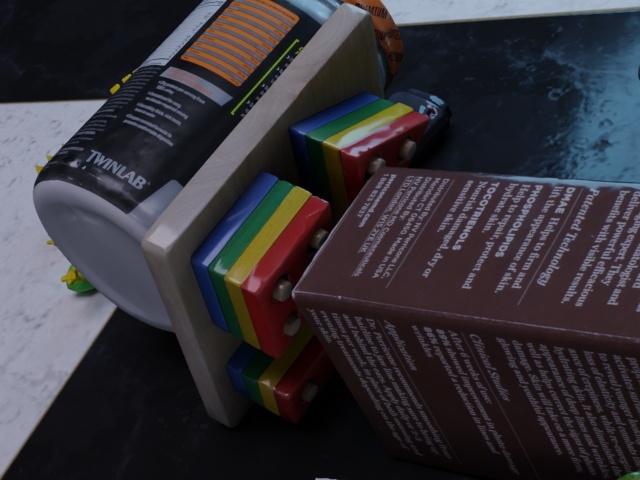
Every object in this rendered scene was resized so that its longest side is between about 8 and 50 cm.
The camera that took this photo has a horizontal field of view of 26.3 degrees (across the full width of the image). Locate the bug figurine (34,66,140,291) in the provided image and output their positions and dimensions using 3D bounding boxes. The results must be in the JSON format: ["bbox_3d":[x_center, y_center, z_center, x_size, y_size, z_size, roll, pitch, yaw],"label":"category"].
[{"bbox_3d":[-0.180,-0.053,1.372,0.216,0.072,0.279,-34,41,5],"label":"bug figurine"}]

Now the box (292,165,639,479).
[{"bbox_3d":[0.191,0.069,0.882,0.381,0.191,0.143,8,51,39],"label":"box"}]

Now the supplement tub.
[{"bbox_3d":[-0.076,-0.090,1.166,0.193,0.194,0.316,13,54,43],"label":"supplement tub"}]

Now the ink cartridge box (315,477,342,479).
[{"bbox_3d":[0.064,0.224,0.867,0.235,0.056,0.171,-8,26,35],"label":"ink cartridge box"}]

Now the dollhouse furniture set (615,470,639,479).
[{"bbox_3d":[0.118,0.257,0.446,0.197,0.151,0.302,-37,54,23],"label":"dollhouse furniture set"}]

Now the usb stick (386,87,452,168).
[{"bbox_3d":[0.012,-0.038,1.246,0.278,0.045,0.077,-45,38,-20],"label":"usb stick"}]

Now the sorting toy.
[{"bbox_3d":[0.000,0.000,1.056,0.089,0.257,0.255,26,63,24],"label":"sorting toy"}]

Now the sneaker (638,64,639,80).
[{"bbox_3d":[0.347,-0.180,1.187,0.188,0.066,0.071,-30,20,-9],"label":"sneaker"}]
